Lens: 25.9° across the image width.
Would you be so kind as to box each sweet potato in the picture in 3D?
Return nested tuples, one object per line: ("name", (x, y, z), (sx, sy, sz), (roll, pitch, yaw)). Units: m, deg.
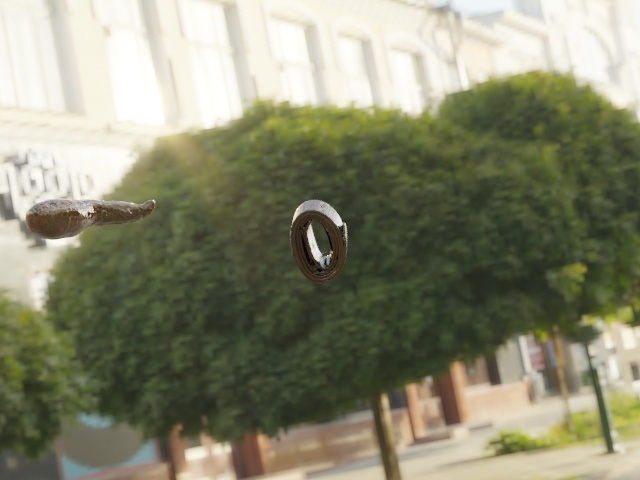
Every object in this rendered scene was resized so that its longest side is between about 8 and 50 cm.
("sweet potato", (-0.283, -0.030, 1.689), (0.050, 0.050, 0.214), (-15, -3, 32))

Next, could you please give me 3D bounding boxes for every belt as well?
("belt", (0.000, 0.000, 1.435), (0.059, 0.083, 0.036), (-10, 24, 8))
